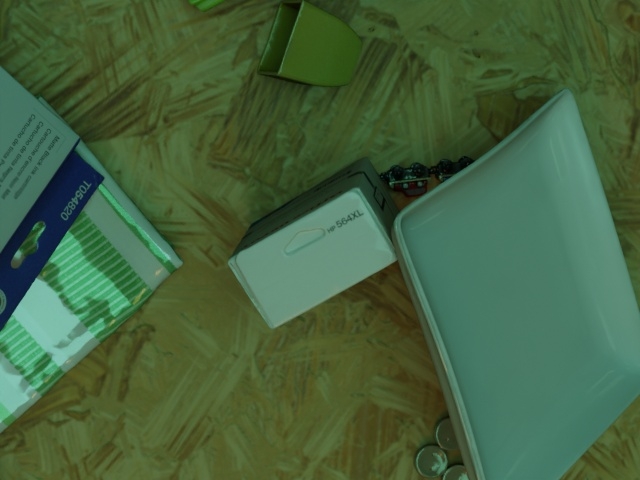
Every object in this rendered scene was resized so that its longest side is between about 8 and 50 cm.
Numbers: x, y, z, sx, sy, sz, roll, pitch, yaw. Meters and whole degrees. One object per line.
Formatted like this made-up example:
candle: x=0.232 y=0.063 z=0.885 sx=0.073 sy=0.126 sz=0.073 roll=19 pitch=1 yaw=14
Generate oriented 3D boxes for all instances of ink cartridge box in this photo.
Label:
ink cartridge box: x=0.000 y=0.000 z=1.854 sx=0.148 sy=0.203 sz=0.086 roll=-30 pitch=98 yaw=10
ink cartridge box: x=-0.332 y=-0.045 z=1.791 sx=0.224 sy=0.045 sz=0.223 roll=43 pitch=66 yaw=-29

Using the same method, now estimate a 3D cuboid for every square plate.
square plate: x=0.204 y=0.065 z=1.872 sx=0.347 sy=0.049 sz=0.344 roll=-36 pitch=113 yaw=-45

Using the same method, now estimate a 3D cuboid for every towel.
towel: x=-0.334 y=0.041 z=1.907 sx=0.325 sy=0.038 sz=0.248 roll=-41 pitch=99 yaw=-4

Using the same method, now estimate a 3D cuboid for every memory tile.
memory tile: x=0.179 y=0.214 z=2.002 sx=0.113 sy=0.012 sz=0.148 roll=35 pitch=87 yaw=-9

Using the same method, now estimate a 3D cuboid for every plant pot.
plant pot: x=-0.006 y=-0.196 z=1.920 sx=0.083 sy=0.081 sz=0.081 roll=19 pitch=90 yaw=-19

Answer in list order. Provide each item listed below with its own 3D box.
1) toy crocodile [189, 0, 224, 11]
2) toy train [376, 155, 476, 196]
toy crocodile: x=-0.177 y=-0.391 z=1.876 sx=0.115 sy=0.105 sz=0.340 roll=-30 pitch=99 yaw=23
toy train: x=0.097 y=-0.063 z=1.966 sx=0.158 sy=0.027 sz=0.036 roll=-8 pitch=98 yaw=-7
